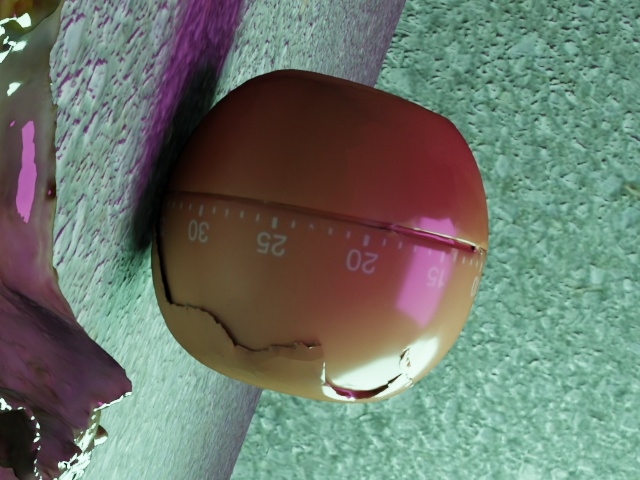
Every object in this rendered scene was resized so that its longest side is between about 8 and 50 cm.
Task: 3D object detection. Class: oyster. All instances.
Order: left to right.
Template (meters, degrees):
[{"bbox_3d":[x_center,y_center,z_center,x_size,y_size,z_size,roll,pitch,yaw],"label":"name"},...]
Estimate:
[{"bbox_3d":[-0.129,-0.026,0.576,0.396,0.111,0.204,-24,116,-83],"label":"oyster"}]

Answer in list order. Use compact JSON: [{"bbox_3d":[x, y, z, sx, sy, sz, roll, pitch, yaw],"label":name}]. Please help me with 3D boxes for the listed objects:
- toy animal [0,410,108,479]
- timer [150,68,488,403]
[{"bbox_3d":[-0.140,0.084,0.789,0.137,0.098,0.098,62,45,-59],"label":"toy animal"},{"bbox_3d":[0.000,0.000,1.284,0.229,0.229,0.215,38,69,-85],"label":"timer"}]
